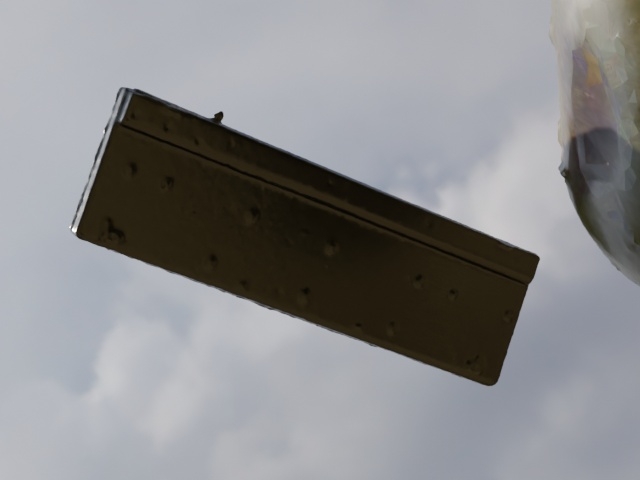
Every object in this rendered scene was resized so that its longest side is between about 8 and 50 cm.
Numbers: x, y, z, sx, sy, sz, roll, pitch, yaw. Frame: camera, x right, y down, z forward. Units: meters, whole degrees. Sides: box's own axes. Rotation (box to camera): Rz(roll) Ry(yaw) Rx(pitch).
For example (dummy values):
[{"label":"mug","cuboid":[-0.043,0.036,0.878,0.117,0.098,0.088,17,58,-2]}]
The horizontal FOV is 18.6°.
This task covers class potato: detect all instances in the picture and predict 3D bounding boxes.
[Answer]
[{"label":"potato","cuboid":[0.213,-0.097,1.018,0.173,0.210,0.307,-22,-65,-18]}]

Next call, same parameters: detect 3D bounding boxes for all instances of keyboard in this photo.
[{"label":"keyboard","cuboid":[0.000,0.000,1.190,0.310,0.018,0.101,21,-93,-28]}]
